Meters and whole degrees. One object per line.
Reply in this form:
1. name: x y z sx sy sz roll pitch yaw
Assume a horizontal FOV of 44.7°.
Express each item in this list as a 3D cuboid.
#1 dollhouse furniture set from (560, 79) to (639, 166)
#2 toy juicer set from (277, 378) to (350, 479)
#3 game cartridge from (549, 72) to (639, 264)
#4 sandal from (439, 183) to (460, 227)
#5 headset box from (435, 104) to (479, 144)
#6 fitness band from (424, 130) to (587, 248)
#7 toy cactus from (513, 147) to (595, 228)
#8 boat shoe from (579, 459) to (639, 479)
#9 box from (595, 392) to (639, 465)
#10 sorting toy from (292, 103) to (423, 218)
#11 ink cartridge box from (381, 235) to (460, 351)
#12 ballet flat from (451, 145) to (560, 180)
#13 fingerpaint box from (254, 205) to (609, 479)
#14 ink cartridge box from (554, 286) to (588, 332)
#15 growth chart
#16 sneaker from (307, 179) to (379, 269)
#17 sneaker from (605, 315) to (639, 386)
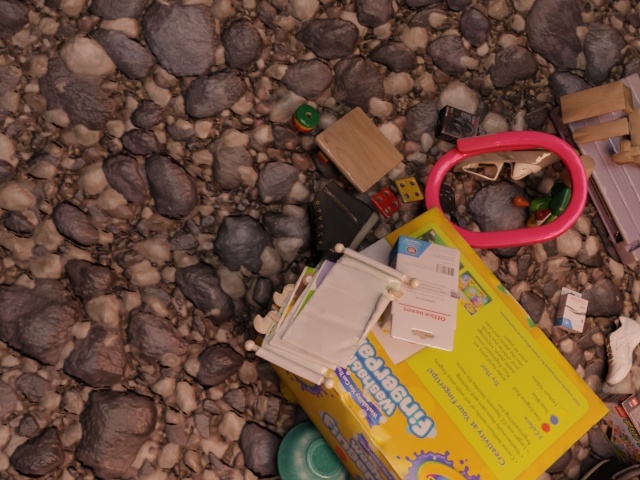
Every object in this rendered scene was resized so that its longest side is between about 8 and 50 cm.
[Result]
1. dollhouse furniture set: 0.580 -0.221 1.574 0.151 0.123 0.144 10 74 -51
2. toy juicer set: 0.029 0.377 1.319 0.209 0.089 0.329 9 66 -18
3. game cartridge: 0.648 -0.154 1.625 0.230 0.068 0.355 -24 87 -23
4. sandal: 0.238 -0.024 1.483 0.067 0.040 0.179 1 79 -17
5. headset box: 0.274 -0.223 1.537 0.083 0.032 0.062 17 75 -12
6. fitness band: 0.336 -0.091 1.427 0.291 0.054 0.209 -6 84 11
7. toy cactus: 0.467 -0.114 1.503 0.112 0.180 0.219 35 65 7
8. boat shoe: 0.449 0.548 1.318 0.500 0.156 0.186 -33 87 -35
9. box: 0.600 0.387 1.477 0.036 0.114 0.207 -30 89 -20
10. sorting toy: 0.071 -0.154 1.443 0.274 0.046 0.132 48 54 1
11. ink cartridge box: 0.155 0.091 1.209 0.104 0.060 0.180 15 58 -6
12. ballet flat: 0.358 -0.147 1.497 0.213 0.072 0.068 6 85 16
13. fingerpaint box: 0.174 0.222 1.275 0.371 0.163 0.445 -31 73 -29
14. ink cartridge box: 0.497 0.136 1.538 0.048 0.028 0.083 20 74 -13
15. growth chart: 0.012 0.104 1.155 0.172 0.021 0.237 30 66 26
16. sneaker: 0.000 0.000 1.393 0.118 0.083 0.222 39 62 -2
17. sneaker: 0.589 0.218 1.543 0.061 0.053 0.152 30 66 0
